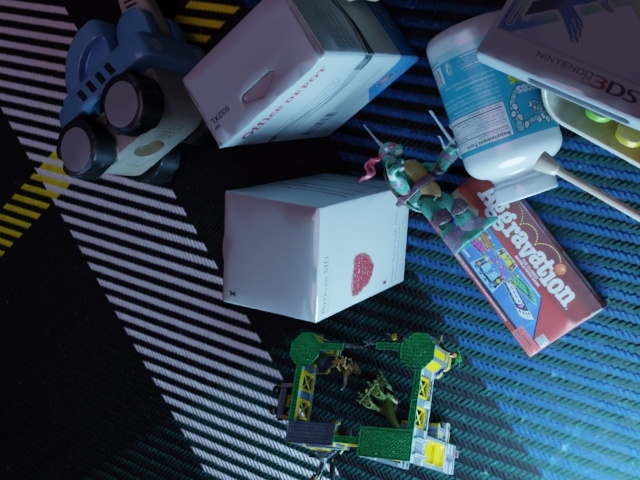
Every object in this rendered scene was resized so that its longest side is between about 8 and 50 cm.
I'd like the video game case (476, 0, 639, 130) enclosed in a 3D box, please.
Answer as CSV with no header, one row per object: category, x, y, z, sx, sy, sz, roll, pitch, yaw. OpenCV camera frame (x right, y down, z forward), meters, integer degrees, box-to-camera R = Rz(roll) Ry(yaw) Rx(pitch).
video game case,0.414,-0.319,1.079,0.300,0.036,0.329,30,86,23

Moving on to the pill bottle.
pill bottle,0.261,-0.189,1.216,0.146,0.146,0.264,-19,90,33

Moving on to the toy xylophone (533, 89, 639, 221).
toy xylophone,0.430,-0.146,1.099,0.323,0.236,0.081,27,153,18

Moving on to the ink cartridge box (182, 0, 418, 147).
ink cartridge box,-0.023,-0.263,1.280,0.223,0.307,0.129,-36,80,31

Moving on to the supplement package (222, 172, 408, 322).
supplement package,0.000,0.000,1.326,0.175,0.293,0.177,11,105,30

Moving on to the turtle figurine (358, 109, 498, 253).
turtle figurine,0.161,-0.093,1.267,0.234,0.175,0.118,50,143,7

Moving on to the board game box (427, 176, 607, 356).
board game box,0.301,0.028,1.305,0.145,0.027,0.281,-42,77,29

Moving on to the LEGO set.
LEGO set,0.101,0.280,1.422,0.331,0.192,0.255,-12,64,30

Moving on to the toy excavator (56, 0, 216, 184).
toy excavator,-0.340,-0.381,1.529,0.433,0.222,0.445,-34,73,30
